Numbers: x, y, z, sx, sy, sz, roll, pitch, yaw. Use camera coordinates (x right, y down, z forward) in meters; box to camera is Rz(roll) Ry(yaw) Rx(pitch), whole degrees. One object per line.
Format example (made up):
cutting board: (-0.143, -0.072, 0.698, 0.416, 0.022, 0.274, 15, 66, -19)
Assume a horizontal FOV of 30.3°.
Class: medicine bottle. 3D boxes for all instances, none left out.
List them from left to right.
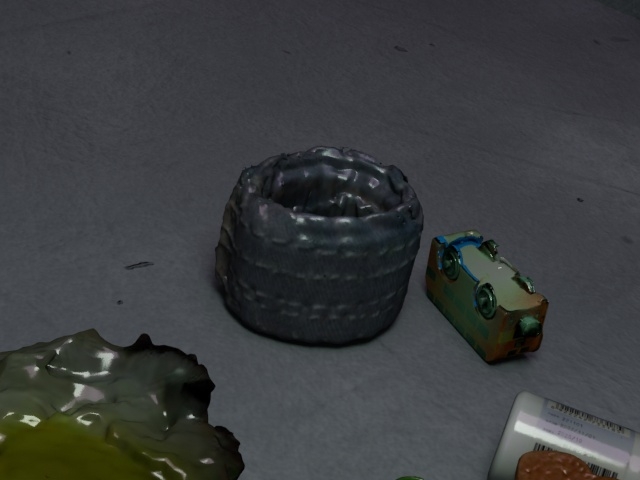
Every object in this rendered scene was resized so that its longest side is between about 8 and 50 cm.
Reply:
medicine bottle: (0.268, 0.227, 1.173, 0.186, 0.103, 0.103, 19, 31, 11)

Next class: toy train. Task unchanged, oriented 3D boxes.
toy train: (0.196, 0.068, 1.416, 0.072, 0.099, 0.188, -8, 37, -27)

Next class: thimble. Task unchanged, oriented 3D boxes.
thimble: (0.000, 0.000, 1.381, 0.236, 0.172, 0.205, -2, 30, -21)

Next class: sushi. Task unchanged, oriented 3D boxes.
sushi: (-0.195, 0.243, 0.770, 0.299, 0.294, 0.281, -9, 31, -31)

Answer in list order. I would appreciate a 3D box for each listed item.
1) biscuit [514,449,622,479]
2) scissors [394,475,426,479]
biscuit: (0.212, 0.310, 1.004, 0.306, 0.043, 0.284, -28, 44, -22)
scissors: (0.060, 0.281, 1.076, 0.101, 0.027, 0.204, 32, 33, 31)
